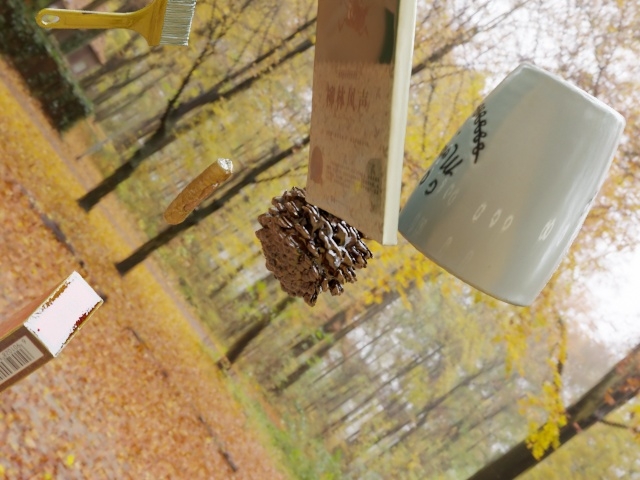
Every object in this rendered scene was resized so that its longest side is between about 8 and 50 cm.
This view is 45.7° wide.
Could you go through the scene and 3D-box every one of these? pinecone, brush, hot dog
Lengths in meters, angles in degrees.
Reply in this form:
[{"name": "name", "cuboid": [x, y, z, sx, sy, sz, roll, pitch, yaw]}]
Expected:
[{"name": "pinecone", "cuboid": [0.000, 0.000, 1.345, 0.221, 0.221, 0.221, 54, -9, 13]}, {"name": "brush", "cuboid": [-0.268, -0.291, 1.002, 0.011, 0.205, 0.083, 67, -31, 29]}, {"name": "hot dog", "cuboid": [-0.167, -0.062, 1.016, 0.044, 0.137, 0.028, 0, 60, -53]}]

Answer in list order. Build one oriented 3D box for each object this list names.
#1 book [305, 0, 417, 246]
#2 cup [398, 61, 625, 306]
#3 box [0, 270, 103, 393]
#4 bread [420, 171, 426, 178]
[{"name": "book", "cuboid": [0.044, -0.205, 0.888, 0.264, 0.031, 0.379, -147, -122, -66]}, {"name": "cup", "cuboid": [0.223, -0.080, 0.903, 0.186, 0.234, 0.258, 29, 14, -6]}, {"name": "box", "cuboid": [-0.439, 0.155, 1.081, 0.074, 0.240, 0.153, 51, 23, -18]}, {"name": "bread", "cuboid": [0.370, -0.122, 1.789, 0.054, 0.316, 0.316, 60, -3, 45]}]
